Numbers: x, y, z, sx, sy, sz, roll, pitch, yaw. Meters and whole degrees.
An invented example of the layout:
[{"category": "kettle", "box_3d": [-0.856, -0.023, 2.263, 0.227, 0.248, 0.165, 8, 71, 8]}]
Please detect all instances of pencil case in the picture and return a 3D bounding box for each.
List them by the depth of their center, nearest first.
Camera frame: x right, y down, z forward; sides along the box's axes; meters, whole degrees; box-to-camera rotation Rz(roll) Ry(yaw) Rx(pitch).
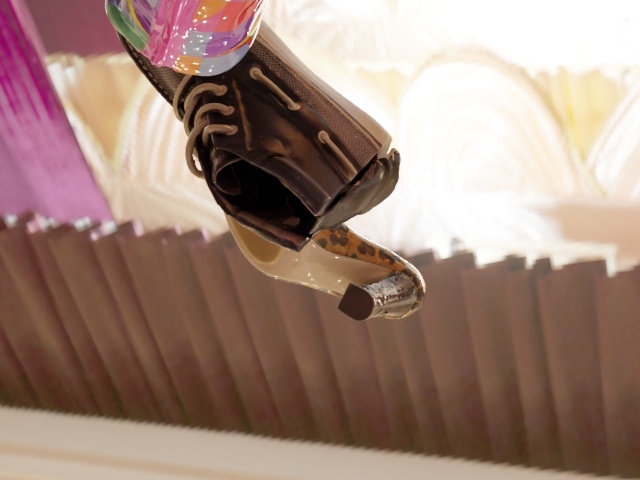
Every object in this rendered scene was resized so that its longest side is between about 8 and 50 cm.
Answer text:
[{"category": "pencil case", "box_3d": [-0.058, -0.166, 0.764, 0.104, 0.236, 0.104, 3, -104, -11]}]

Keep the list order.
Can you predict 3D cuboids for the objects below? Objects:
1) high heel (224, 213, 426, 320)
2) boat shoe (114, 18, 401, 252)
[{"category": "high heel", "box_3d": [0.000, 0.000, 1.639, 0.261, 0.186, 0.093, 42, -72, 18]}, {"category": "boat shoe", "box_3d": [-0.091, -0.127, 1.381, 0.340, 0.127, 0.158, 34, -143, 11]}]
